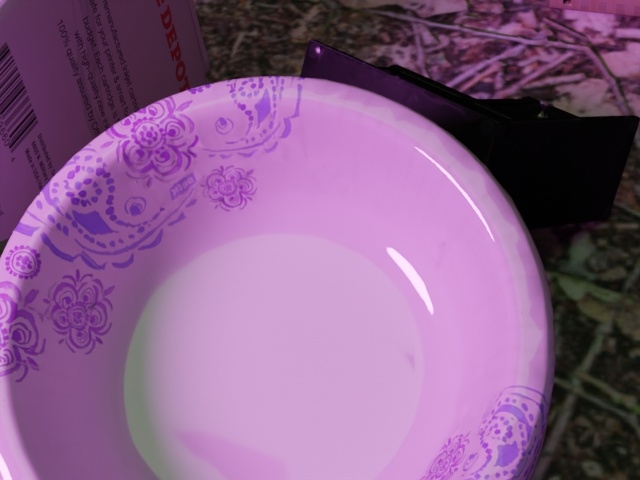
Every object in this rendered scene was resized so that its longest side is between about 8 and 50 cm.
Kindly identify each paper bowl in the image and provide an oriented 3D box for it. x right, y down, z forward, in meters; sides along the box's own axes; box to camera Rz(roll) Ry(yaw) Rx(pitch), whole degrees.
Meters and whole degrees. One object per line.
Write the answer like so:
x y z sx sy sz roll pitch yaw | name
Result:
-0.022 0.069 0.721 0.284 0.148 0.284 -3 68 7 | paper bowl

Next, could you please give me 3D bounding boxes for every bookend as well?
0.091 -0.069 0.878 0.157 0.072 0.156 -6 27 -46 | bookend

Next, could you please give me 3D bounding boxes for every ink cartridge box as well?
-0.205 -0.097 0.892 0.121 0.211 0.289 14 50 22 | ink cartridge box

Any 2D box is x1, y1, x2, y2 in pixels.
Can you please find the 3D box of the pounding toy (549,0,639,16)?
0.207 -0.266 0.987 0.094 0.206 0.181 9 50 16 | pounding toy
